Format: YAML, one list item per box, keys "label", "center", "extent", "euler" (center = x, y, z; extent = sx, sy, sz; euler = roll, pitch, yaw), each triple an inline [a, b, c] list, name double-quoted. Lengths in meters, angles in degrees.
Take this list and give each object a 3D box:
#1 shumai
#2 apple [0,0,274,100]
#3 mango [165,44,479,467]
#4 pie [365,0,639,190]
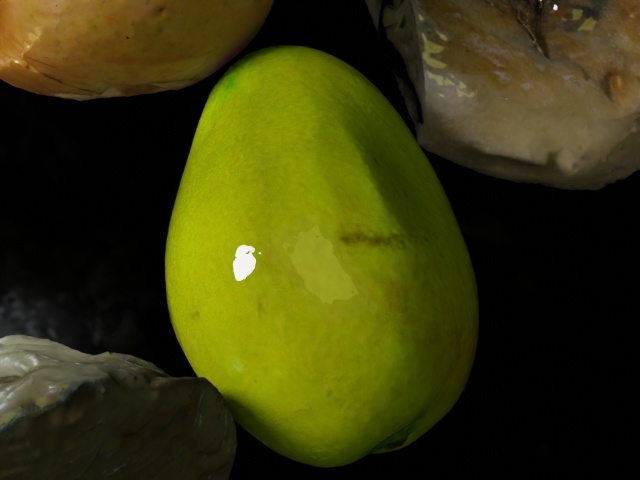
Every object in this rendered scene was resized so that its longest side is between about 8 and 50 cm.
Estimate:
- label: "shumai"
  center: [-0.095, 0.067, 0.509]
  extent: [0.087, 0.099, 0.123]
  euler: [34, 15, 38]
- label: "apple"
  center: [-0.087, -0.119, 0.602]
  extent: [0.146, 0.146, 0.146]
  euler: [9, 53, -13]
- label: "mango"
  center: [0.005, 0.004, 0.573]
  extent: [0.117, 0.089, 0.163]
  euler: [35, 38, -22]
- label: "pie"
  center: [0.097, -0.120, 0.726]
  extent: [0.185, 0.052, 0.218]
  euler: [-2, 59, -27]
